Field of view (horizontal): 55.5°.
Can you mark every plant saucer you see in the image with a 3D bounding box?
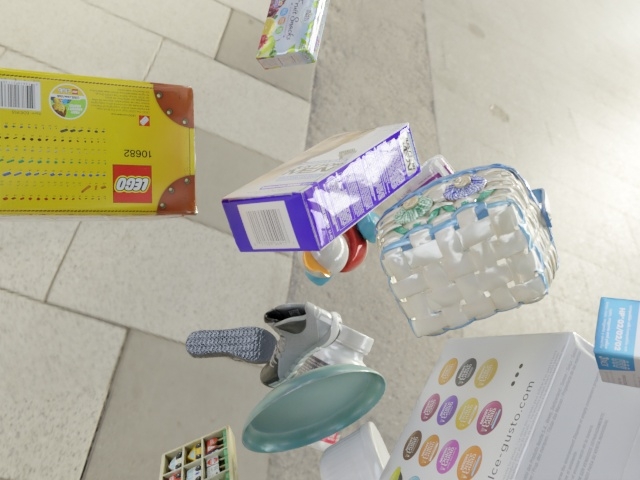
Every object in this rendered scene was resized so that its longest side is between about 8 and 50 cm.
[{"bbox_3d":[-0.016,0.342,1.256,0.317,0.318,0.044,0,47,-33],"label":"plant saucer"}]

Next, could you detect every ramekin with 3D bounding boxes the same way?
[{"bbox_3d":[0.094,0.516,1.216,0.127,0.273,0.273,-22,61,3],"label":"ramekin"}]

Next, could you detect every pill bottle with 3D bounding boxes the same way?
[{"bbox_3d":[0.021,0.387,1.646,0.176,0.176,0.319,26,84,-12],"label":"pill bottle"},{"bbox_3d":[0.342,-0.062,1.600,0.302,0.169,0.169,53,45,4],"label":"pill bottle"}]

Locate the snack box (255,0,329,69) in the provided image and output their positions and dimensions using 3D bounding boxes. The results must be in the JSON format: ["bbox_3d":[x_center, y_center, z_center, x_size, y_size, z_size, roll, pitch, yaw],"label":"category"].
[{"bbox_3d":[-0.044,-0.359,1.018,0.037,0.100,0.141,43,53,-56],"label":"snack box"}]

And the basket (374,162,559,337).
[{"bbox_3d":[0.210,0.002,0.863,0.201,0.254,0.289,65,17,-4],"label":"basket"}]

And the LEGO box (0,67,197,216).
[{"bbox_3d":[-0.478,-0.126,0.926,0.499,0.372,0.193,-1,91,-26],"label":"LEGO box"}]

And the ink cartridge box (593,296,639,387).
[{"bbox_3d":[0.365,0.110,0.578,0.104,0.181,0.062,45,56,-50],"label":"ink cartridge box"}]

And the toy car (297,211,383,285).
[{"bbox_3d":[0.000,0.000,1.370,0.210,0.219,0.238,51,23,0],"label":"toy car"}]

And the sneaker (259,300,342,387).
[{"bbox_3d":[-0.076,0.192,1.197,0.132,0.228,0.086,34,25,-27],"label":"sneaker"}]

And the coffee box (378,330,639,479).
[{"bbox_3d":[0.323,0.369,0.890,0.338,0.334,0.338,34,72,-9],"label":"coffee box"}]

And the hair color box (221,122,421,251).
[{"bbox_3d":[0.013,-0.099,1.069,0.338,0.185,0.110,-36,116,-45],"label":"hair color box"}]

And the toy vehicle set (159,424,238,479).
[{"bbox_3d":[-0.256,0.499,1.273,0.165,0.267,0.035,-23,105,-6],"label":"toy vehicle set"}]

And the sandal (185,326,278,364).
[{"bbox_3d":[-0.224,0.276,1.597,0.254,0.055,0.097,4,57,11],"label":"sandal"}]
